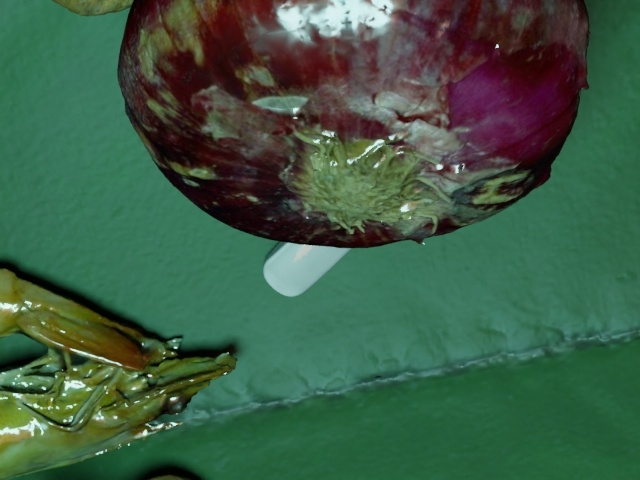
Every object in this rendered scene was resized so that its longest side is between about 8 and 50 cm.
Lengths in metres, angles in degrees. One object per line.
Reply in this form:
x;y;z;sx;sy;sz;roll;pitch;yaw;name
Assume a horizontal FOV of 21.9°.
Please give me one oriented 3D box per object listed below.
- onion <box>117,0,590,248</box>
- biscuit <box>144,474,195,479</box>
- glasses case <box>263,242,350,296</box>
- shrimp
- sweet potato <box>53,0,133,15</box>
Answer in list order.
0.016;-0.099;0.869;0.246;0.190;0.246;4;141;3;onion
-0.171;0.305;1.046;0.049;0.205;0.324;23;111;35;biscuit
0.000;0.000;1.000;0.032;0.021;0.083;41;106;-14;glasses case
-0.184;0.082;1.012;0.267;0.061;0.145;-3;103;2;shrimp
-0.176;-0.215;0.869;0.251;0.097;0.097;39;106;-17;sweet potato
